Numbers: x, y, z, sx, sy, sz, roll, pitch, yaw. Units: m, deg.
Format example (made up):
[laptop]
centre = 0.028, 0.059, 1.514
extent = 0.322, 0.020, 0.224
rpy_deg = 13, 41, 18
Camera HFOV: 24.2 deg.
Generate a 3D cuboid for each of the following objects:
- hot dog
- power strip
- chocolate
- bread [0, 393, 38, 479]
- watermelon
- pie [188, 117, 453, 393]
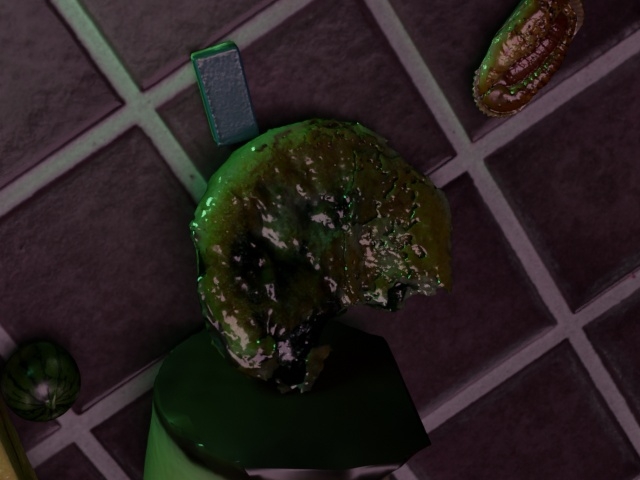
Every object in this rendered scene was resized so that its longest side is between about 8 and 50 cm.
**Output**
[hot dog]
centre = 0.257, -0.239, 1.862
extent = 0.099, 0.053, 0.192
rpy_deg = 32, 98, -22
[power strip]
centre = -0.113, -0.173, 1.786
extent = 0.056, 0.032, 0.123
rpy_deg = -18, 117, -9
[chocolate]
centre = -0.058, 0.288, 1.858
extent = 0.326, 0.314, 0.297
rpy_deg = -4, 123, -14
[bread]
centre = -0.437, 0.296, 1.811
extent = 0.163, 0.167, 0.264
rpy_deg = -20, 118, -7
[watermelon]
centre = -0.341, 0.177, 1.825
extent = 0.109, 0.109, 0.109
rpy_deg = -6, 114, -15
[pie]
centre = 0.000, 0.000, 1.809
extent = 0.371, 0.078, 0.296
rpy_deg = -30, 95, -27
